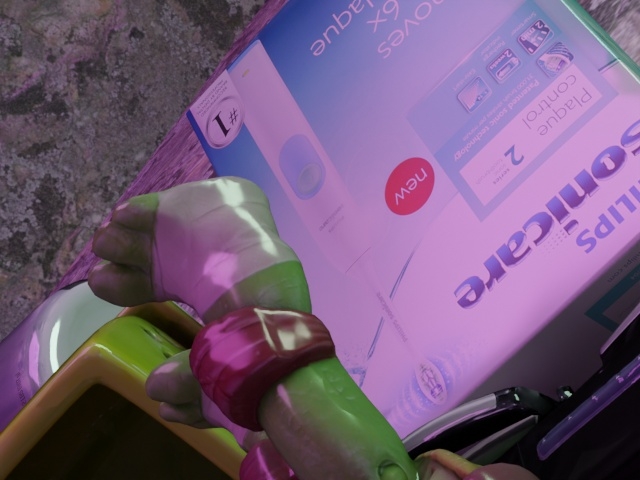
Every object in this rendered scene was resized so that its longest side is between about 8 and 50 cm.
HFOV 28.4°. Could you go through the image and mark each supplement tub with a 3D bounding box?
[{"bbox_3d":[-0.253,0.195,1.169,0.338,0.207,0.207,-39,18,37],"label":"supplement tub"}]

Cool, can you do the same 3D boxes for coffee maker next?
[{"bbox_3d":[0.124,0.120,0.499,0.178,0.120,0.171,-44,46,23],"label":"coffee maker"}]

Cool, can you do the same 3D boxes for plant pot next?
[{"bbox_3d":[-0.103,0.177,0.778,0.228,0.227,0.207,-48,8,10],"label":"plant pot"}]

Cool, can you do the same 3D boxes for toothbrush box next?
[{"bbox_3d":[0.079,-0.034,0.692,0.216,0.126,0.295,-44,48,18],"label":"toothbrush box"}]

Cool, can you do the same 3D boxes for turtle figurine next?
[{"bbox_3d":[-0.023,0.126,0.410,0.274,0.198,0.266,-47,47,15],"label":"turtle figurine"}]
